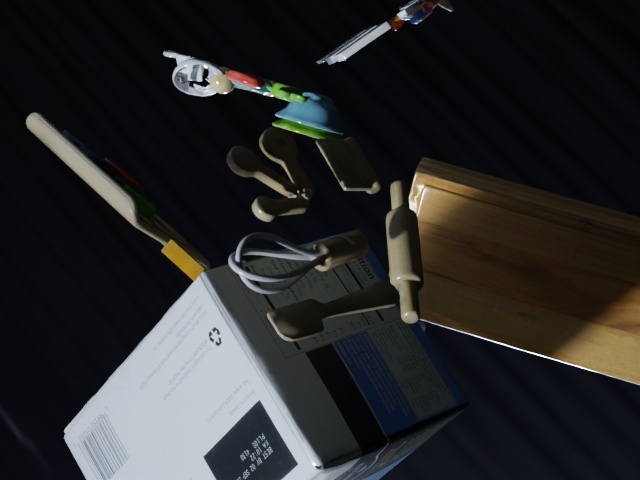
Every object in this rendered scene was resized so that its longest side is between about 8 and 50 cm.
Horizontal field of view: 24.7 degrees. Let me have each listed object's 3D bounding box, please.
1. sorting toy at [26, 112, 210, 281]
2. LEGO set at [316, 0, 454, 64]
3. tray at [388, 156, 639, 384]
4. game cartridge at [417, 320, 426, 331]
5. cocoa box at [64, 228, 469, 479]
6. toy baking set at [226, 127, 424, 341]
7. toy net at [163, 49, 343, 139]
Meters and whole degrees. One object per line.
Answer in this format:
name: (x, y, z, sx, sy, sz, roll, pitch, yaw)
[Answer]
sorting toy: (-0.208, -0.032, 1.774, 0.041, 0.307, 0.229, -49, 153, -2)
LEGO set: (0.118, -0.293, 1.947, 0.244, 0.060, 0.182, -36, -171, -7)
tray: (0.302, 0.048, 1.921, 0.076, 0.411, 0.203, -60, 165, -66)
game cartridge: (0.094, 0.128, 1.819, 0.056, 0.017, 0.083, 14, 127, -25)
cocoa box: (-0.064, 0.187, 1.529, 0.228, 0.231, 0.347, -16, 157, -43)
toy baking set: (0.006, 0.001, 1.279, 0.196, 0.256, 0.030, 15, 136, -24)
toy net: (-0.086, -0.151, 1.489, 0.122, 0.232, 0.045, 7, 101, -56)
